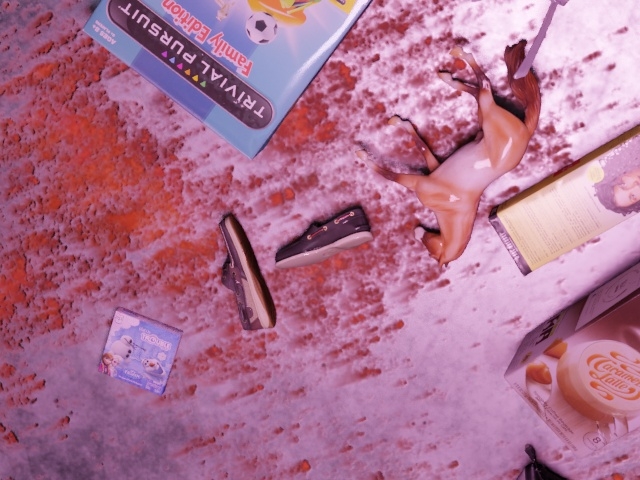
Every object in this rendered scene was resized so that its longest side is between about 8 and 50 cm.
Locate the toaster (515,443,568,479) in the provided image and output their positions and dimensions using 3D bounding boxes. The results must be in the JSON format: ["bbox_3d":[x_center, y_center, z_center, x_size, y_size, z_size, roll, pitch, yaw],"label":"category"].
[{"bbox_3d":[0.295,0.369,1.756,0.168,0.186,0.110,31,112,-8],"label":"toaster"}]

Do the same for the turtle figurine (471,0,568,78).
[{"bbox_3d":[0.279,-0.320,1.542,0.266,0.275,0.198,-22,135,12],"label":"turtle figurine"}]

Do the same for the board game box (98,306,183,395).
[{"bbox_3d":[-0.231,0.143,1.863,0.090,0.020,0.090,20,108,5],"label":"board game box"}]

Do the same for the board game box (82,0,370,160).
[{"bbox_3d":[-0.077,-0.302,1.672,0.253,0.079,0.336,37,109,-1],"label":"board game box"}]

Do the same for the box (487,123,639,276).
[{"bbox_3d":[0.315,-0.053,1.682,0.232,0.058,0.087,-32,97,18],"label":"box"}]

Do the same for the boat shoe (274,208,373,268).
[{"bbox_3d":[0.001,0.000,1.767,0.133,0.049,0.042,-23,73,23],"label":"boat shoe"}]

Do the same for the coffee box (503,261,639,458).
[{"bbox_3d":[0.352,0.128,1.665,0.141,0.098,0.246,46,130,-5],"label":"coffee box"}]

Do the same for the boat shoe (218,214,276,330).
[{"bbox_3d":[-0.100,0.044,1.790,0.049,0.056,0.152,-18,102,10],"label":"boat shoe"}]

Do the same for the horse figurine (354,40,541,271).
[{"bbox_3d":[0.167,-0.109,1.683,0.174,0.066,0.263,48,111,9],"label":"horse figurine"}]
